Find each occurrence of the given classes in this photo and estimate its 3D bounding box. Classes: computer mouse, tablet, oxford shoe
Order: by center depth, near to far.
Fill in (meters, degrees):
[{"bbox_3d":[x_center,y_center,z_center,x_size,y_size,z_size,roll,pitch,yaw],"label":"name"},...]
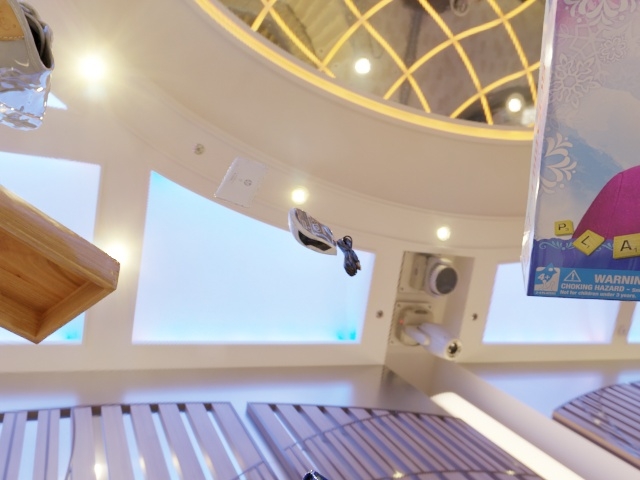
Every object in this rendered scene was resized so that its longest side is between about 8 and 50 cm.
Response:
[{"bbox_3d":[-0.402,-0.239,0.686,0.130,0.449,0.169,-43,-69,-8],"label":"oxford shoe"},{"bbox_3d":[-0.116,-0.087,0.794,0.054,0.006,0.083,19,-123,3],"label":"tablet"},{"bbox_3d":[0.000,0.000,1.005,0.042,0.106,0.193,-39,-48,23],"label":"computer mouse"}]

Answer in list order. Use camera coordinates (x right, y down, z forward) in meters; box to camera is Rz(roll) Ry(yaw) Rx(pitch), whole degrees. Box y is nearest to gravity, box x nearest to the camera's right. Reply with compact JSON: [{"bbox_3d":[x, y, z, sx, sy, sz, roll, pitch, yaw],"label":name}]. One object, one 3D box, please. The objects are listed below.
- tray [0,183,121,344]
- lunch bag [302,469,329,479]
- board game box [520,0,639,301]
[{"bbox_3d":[-0.538,-0.003,0.813,0.203,0.076,0.411,-32,-51,18],"label":"tray"},{"bbox_3d":[-0.011,0.427,0.807,0.096,0.151,0.128,34,-106,-15],"label":"lunch bag"},{"bbox_3d":[0.312,-0.097,0.353,0.319,0.066,0.317,1,-58,15],"label":"board game box"}]
